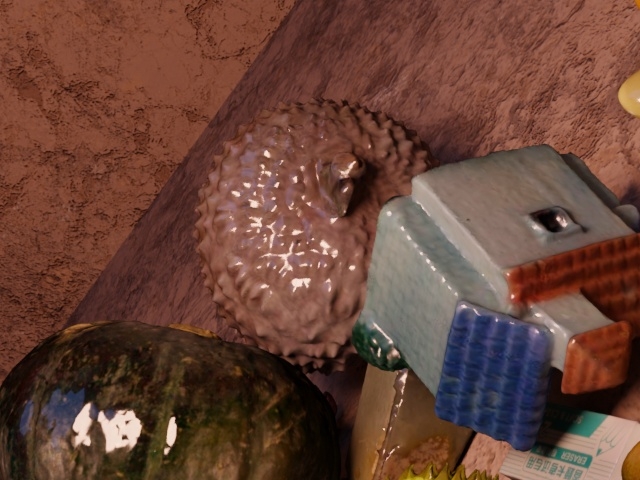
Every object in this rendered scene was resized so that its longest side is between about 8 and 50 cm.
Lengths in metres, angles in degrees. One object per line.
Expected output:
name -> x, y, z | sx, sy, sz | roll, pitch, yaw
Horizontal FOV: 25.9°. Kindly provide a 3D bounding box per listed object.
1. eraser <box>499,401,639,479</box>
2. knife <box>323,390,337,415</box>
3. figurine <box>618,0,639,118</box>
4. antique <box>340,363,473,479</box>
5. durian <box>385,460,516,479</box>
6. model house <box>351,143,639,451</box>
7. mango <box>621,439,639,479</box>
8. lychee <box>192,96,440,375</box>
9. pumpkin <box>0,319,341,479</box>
eraser -> 0.281, 0.229, 1.461 | 0.096, 0.052, 0.225 | -61, 22, -11
knife -> -0.056, 0.324, 2.050 | 0.278, 0.053, 0.123 | -49, 20, 22
figurine -> 0.442, -0.263, 1.525 | 0.324, 0.222, 0.124 | -47, 27, 26
antique -> 0.119, 0.218, 1.737 | 0.284, 0.150, 0.125 | -69, 19, -3
durian -> 0.162, 0.328, 1.462 | 0.351, 0.158, 0.169 | -7, 60, 58
model house -> 0.245, 0.085, 1.495 | 0.329, 0.294, 0.252 | 45, 139, 44
mango -> 0.384, 0.161, 1.249 | 0.267, 0.111, 0.133 | -43, 43, 32
lychee -> 0.000, 0.000, 1.941 | 0.432, 0.380, 0.380 | 116, 174, -63
pumpkin -> -0.194, 0.276, 1.752 | 0.454, 0.454, 0.344 | -10, 67, 62
